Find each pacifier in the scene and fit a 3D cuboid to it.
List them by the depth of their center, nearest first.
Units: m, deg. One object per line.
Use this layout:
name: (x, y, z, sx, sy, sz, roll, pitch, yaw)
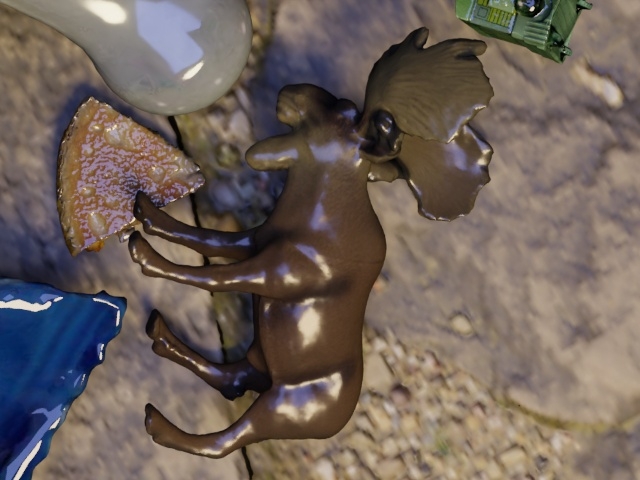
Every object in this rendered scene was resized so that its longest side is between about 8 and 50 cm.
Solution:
pacifier: (-0.121, -0.133, 0.656, 0.225, 0.238, 0.287, 26, 86, -33)

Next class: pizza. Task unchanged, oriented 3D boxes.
pizza: (-0.098, -0.030, 0.739, 0.078, 0.025, 0.083, 7, 86, -2)

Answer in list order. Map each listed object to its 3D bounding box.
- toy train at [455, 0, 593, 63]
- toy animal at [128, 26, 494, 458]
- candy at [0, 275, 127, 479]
toy train: (0.099, -0.113, 0.692, 0.056, 0.093, 0.038, 20, 97, 14)
toy animal: (0.000, 0.000, 0.709, 0.186, 0.094, 0.214, -2, 111, -4)
candy: (-0.278, 0.022, 0.723, 0.331, 0.077, 0.187, 33, 102, 4)
